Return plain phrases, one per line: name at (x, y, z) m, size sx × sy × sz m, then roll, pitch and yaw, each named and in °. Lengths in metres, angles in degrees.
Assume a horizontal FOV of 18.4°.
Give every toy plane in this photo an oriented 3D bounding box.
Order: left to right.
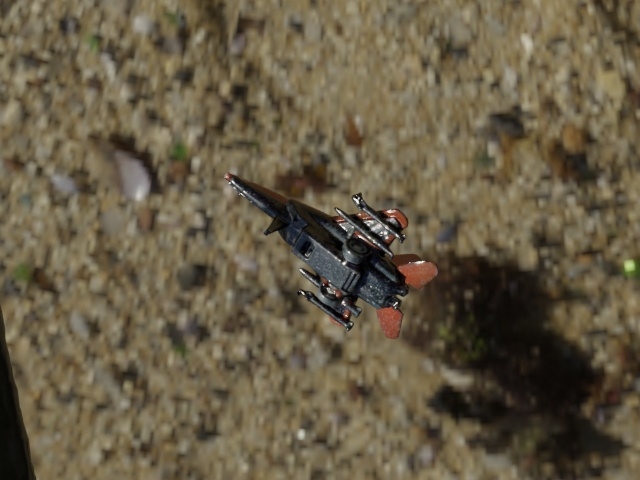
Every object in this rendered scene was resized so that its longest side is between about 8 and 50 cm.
toy plane at (-0.001, 0.002, 1.603) m, size 0.189 × 0.061 × 0.130 m, roll 29°, pitch 127°, yaw 0°

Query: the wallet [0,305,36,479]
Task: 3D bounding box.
wallet at (-0.165, 0.055, 0.306) m, size 0.244 × 0.025 × 0.124 m, roll -10°, pitch 85°, yaw -14°
